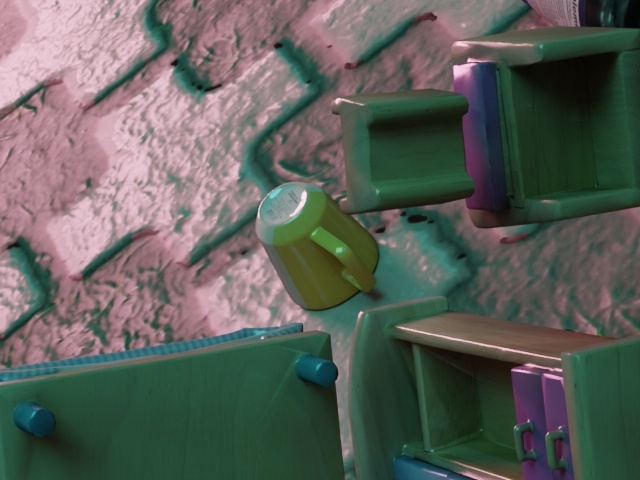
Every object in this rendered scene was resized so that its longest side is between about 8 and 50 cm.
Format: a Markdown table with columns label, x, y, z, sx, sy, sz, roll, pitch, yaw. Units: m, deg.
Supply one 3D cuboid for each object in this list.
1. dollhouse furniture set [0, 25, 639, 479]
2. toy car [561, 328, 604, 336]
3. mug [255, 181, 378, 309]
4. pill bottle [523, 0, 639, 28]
| label | x | y | z | sx | sy | sz | roll | pitch | yaw |
| --- | --- | --- | --- | --- | --- | --- | --- | --- | --- |
| dollhouse furniture set | -0.035 | 0.075 | 0.725 | 0.303 | 0.286 | 0.198 | -10 | 7 | -24 |
| toy car | 0.166 | 0.067 | 0.883 | 0.225 | 0.053 | 0.239 | -21 | 41 | 20 |
| mug | -0.001 | -0.003 | 1.066 | 0.078 | 0.064 | 0.062 | -5 | 49 | 33 |
| pill bottle | 0.187 | -0.160 | 1.031 | 0.123 | 0.123 | 0.219 | -39 | 39 | -1 |
